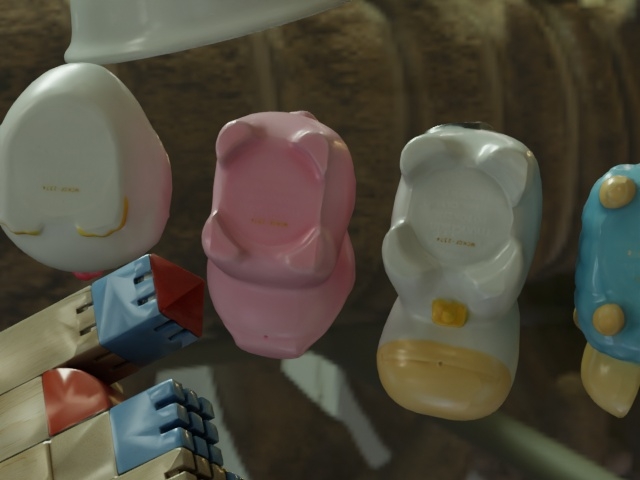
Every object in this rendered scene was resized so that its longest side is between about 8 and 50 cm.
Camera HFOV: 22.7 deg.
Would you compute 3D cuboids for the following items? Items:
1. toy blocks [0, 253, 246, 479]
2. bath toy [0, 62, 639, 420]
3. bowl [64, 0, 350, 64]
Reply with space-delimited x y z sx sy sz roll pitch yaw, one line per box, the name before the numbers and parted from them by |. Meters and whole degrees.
toy blocks | -0.151 0.188 1.020 0.191 0.261 0.381 40 -150 -50
bath toy | 0.000 0.000 0.828 0.129 0.348 0.151 -6 -72 -81
bowl | -0.110 -0.264 1.488 0.298 0.297 0.134 -27 -71 -47
